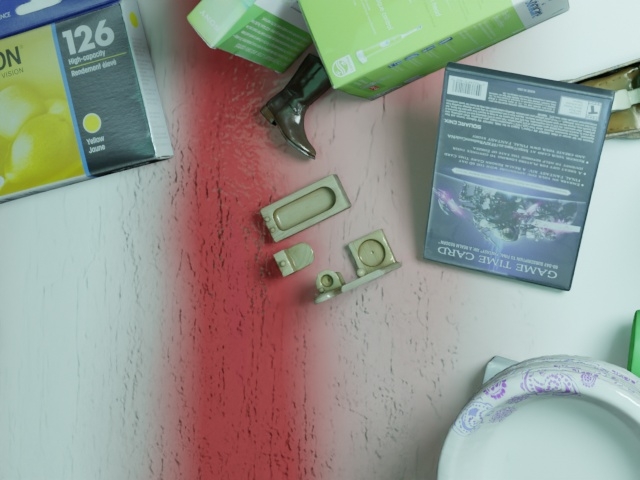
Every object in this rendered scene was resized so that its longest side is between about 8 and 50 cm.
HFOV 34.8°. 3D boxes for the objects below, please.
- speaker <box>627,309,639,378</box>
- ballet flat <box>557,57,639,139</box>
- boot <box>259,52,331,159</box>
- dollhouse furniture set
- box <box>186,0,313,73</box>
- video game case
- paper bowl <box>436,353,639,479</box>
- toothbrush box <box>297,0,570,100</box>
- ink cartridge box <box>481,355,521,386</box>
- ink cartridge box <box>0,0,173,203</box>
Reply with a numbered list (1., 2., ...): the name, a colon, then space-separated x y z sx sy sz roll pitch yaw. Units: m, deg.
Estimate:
1. speaker: 0.518 0.153 1.202 0.297 0.131 0.131 6 96 15
2. ballet flat: 0.374 -0.167 1.227 0.316 0.106 0.107 -17 90 16
3. boot: -0.010 -0.181 1.371 0.106 0.037 0.114 46 99 6
4. dollhouse furniture set: 0.000 0.000 1.334 0.144 0.123 0.151 -25 87 16
5. box: 0.004 -0.349 1.250 0.322 0.232 0.058 -46 78 13
6. video game case: 0.234 -0.073 1.253 0.196 0.026 0.274 13 126 14
7. paper bowl: 0.288 0.273 1.196 0.284 0.148 0.284 3 100 19
8. toothbrush box: 0.143 -0.283 1.231 0.283 0.206 0.122 -21 88 17
9. ink cartridge box: 0.300 0.313 1.311 0.239 0.060 0.275 15 98 15
10. ink cartridge box: -0.388 -0.229 1.454 0.304 0.072 0.307 -13 93 16
